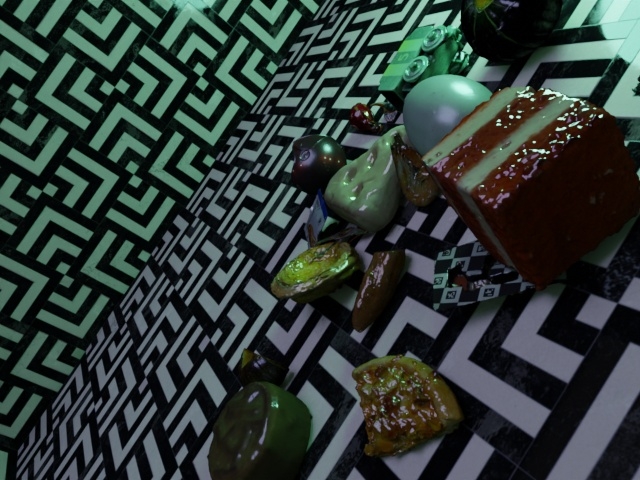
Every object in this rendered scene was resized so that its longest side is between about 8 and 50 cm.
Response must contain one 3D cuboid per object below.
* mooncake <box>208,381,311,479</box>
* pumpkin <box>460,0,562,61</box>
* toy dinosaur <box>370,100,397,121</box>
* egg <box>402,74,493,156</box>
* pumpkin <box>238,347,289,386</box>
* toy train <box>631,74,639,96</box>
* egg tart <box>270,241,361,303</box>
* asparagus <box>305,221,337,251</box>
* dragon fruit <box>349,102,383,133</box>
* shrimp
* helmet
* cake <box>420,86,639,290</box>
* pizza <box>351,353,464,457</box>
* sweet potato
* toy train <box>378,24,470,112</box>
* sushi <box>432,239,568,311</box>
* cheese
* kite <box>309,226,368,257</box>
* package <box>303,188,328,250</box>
[{"bbox_3d":[-0.165,0.508,1.449,0.284,0.155,0.285,-39,31,28],"label":"mooncake"},{"bbox_3d":[0.537,-0.637,1.560,0.295,0.295,0.296,-37,33,29],"label":"pumpkin"},{"bbox_3d":[0.245,-0.462,1.979,0.187,0.044,0.106,-13,65,37],"label":"toy dinosaur"},{"bbox_3d":[0.338,-0.315,1.481,0.230,0.230,0.371,-47,31,14],"label":"egg"},{"bbox_3d":[-0.176,0.383,1.634,0.183,0.119,0.108,-5,53,61],"label":"pumpkin"},{"bbox_3d":[0.698,-0.325,1.119,0.147,0.071,0.038,-25,42,41],"label":"toy train"},{"bbox_3d":[-0.009,0.104,1.660,0.290,0.107,0.291,-21,18,7],"label":"egg tart"},{"bbox_3d":[0.000,0.000,1.866,0.165,0.030,0.036,-49,5,15],"label":"asparagus"},{"bbox_3d":[0.159,-0.429,2.030,0.094,0.094,0.190,-47,41,14],"label":"dragon fruit"},{"bbox_3d":[0.255,-0.196,1.547,0.115,0.217,0.051,-21,4,35],"label":"shrimp"},{"bbox_3d":[-0.005,-0.260,1.981,0.216,0.189,0.193,-50,52,-2],"label":"helmet"},{"bbox_3d":[0.402,-0.118,1.109,0.269,0.270,0.319,-40,31,3],"label":"cake"},{"bbox_3d":[0.157,0.355,1.202,0.335,0.086,0.226,11,67,58],"label":"pizza"},{"bbox_3d":[0.143,0.120,1.461,0.097,0.097,0.252,4,62,58],"label":"sweet potato"},{"bbox_3d":[0.326,-0.549,1.806,0.238,0.167,0.299,20,76,56],"label":"toy train"},{"bbox_3d":[0.376,0.067,1.209,0.279,0.043,0.193,-20,36,27],"label":"sushi"},{"bbox_3d":[0.157,-0.201,1.739,0.351,0.129,0.328,-59,28,-9],"label":"cheese"},{"bbox_3d":[0.052,0.002,1.690,0.198,0.006,0.244,-11,17,31],"label":"kite"},{"bbox_3d":[-0.016,-0.055,1.834,0.171,0.027,0.173,-102,27,-54],"label":"package"}]
